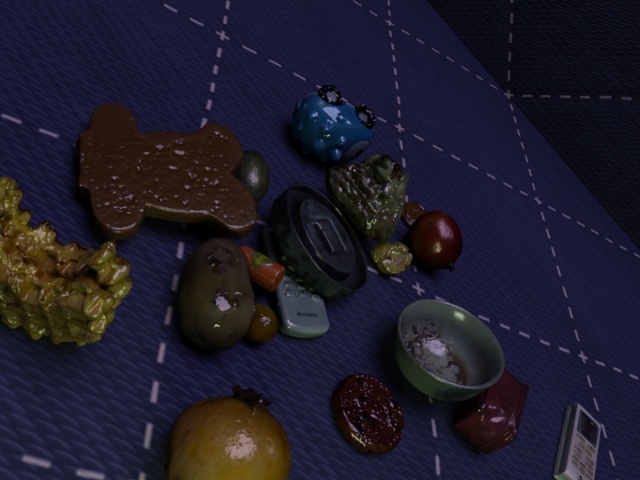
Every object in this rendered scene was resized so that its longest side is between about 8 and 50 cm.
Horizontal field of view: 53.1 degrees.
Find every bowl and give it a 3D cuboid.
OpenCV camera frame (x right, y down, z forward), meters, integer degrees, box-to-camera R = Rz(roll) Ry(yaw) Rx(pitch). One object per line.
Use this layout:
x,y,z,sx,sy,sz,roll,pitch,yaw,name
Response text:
0.303,0.299,1.617,0.289,0.146,0.289,13,37,-10,bowl

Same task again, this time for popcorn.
0.197,0.049,1.812,0.109,0.089,0.097,14,84,-19,popcorn

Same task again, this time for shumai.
0.148,-0.136,1.776,0.256,0.218,0.189,48,12,7,shumai

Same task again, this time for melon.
-0.187,-0.164,1.645,0.114,0.114,0.167,18,50,-28,melon

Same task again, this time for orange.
-0.138,0.181,1.423,0.085,0.085,0.095,0,46,-40,orange

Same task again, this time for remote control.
-0.068,0.099,1.569,0.140,0.056,0.296,8,51,-33,remote control
0.735,0.593,1.820,0.103,0.055,0.277,44,41,-2,remote control

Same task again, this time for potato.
-0.223,0.107,1.362,0.165,0.165,0.262,14,47,-31,potato

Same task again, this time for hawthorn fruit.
0.347,0.008,1.909,0.169,0.169,0.188,5,57,-37,hawthorn fruit

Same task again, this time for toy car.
0.030,-0.321,1.902,0.255,0.188,0.190,29,51,-22,toy car

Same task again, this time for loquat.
-0.159,0.375,1.131,0.243,0.244,0.244,22,45,-24,loquat

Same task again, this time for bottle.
-0.176,0.049,1.494,0.187,0.069,0.069,27,40,10,bottle

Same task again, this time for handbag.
0.440,0.426,1.647,0.135,0.146,0.225,39,39,-1,handbag

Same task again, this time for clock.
0.001,0.000,1.632,0.319,0.066,0.319,40,30,-29,clock

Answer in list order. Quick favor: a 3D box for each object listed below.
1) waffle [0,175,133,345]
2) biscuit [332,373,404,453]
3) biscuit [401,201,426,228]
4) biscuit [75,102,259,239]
-0.491,0.046,1.107,0.324,0.261,0.151,35,49,-7,waffle
0.110,0.398,1.475,0.192,0.049,0.192,22,40,-19,biscuit
0.327,-0.063,2.052,0.175,0.026,0.124,29,44,-18,biscuit
-0.359,-0.155,1.479,0.393,0.076,0.368,-1,56,-26,biscuit
